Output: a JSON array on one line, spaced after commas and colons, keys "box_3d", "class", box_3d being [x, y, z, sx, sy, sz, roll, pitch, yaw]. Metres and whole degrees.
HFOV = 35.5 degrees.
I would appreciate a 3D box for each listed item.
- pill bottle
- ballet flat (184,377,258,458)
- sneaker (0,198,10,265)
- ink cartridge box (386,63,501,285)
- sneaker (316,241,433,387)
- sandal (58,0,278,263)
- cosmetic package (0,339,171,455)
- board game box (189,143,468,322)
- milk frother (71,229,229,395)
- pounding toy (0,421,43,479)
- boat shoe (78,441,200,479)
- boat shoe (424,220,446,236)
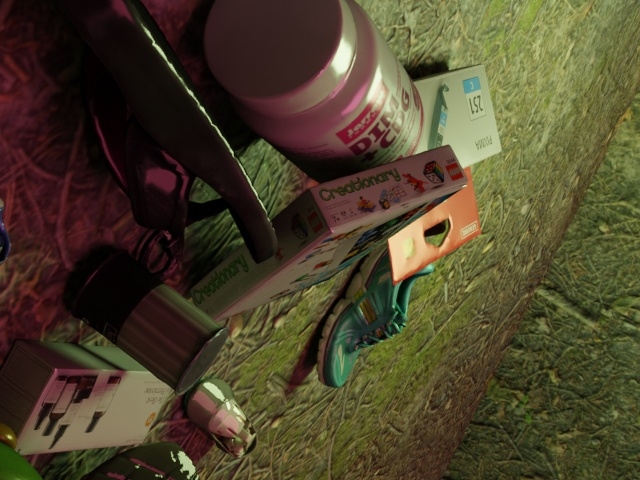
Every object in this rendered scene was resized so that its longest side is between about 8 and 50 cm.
[{"box_3d": [0.000, -0.158, 1.013, 0.160, 0.160, 0.283, -59, 158, 0], "class": "pill bottle"}, {"box_3d": [-0.127, 0.250, 1.387, 0.072, 0.068, 0.213, -53, 157, -17], "class": "ballet flat"}, {"box_3d": [-0.277, 0.013, 0.776, 0.053, 0.059, 0.144, -35, 149, -50], "class": "sneaker"}, {"box_3d": [0.171, -0.102, 1.411, 0.296, 0.066, 0.261, -26, 106, -54], "class": "ink cartridge box"}, {"box_3d": [0.083, 0.124, 1.622, 0.275, 0.110, 0.107, -60, 158, 4], "class": "sneaker"}, {"box_3d": [-0.149, -0.100, 0.826, 0.107, 0.167, 0.445, -31, 149, 0], "class": "sandal"}, {"box_3d": [-0.244, 0.164, 1.038, 0.098, 0.060, 0.239, -60, 158, 4], "class": "cosmetic package"}, {"box_3d": [0.000, 0.000, 1.105, 0.193, 0.053, 0.305, -20, 170, -36], "class": "board game box"}, {"box_3d": [-0.149, 0.063, 1.007, 0.143, 0.135, 0.129, -52, 171, -14], "class": "milk frother"}, {"box_3d": [-0.286, 0.185, 0.854, 0.183, 0.237, 0.110, 113, -19, -56], "class": "pounding toy"}, {"box_3d": [-0.283, 0.335, 1.113, 0.324, 0.122, 0.120, -33, -170, -38], "class": "boat shoe"}, {"box_3d": [0.109, -0.078, 1.481, 0.257, 0.095, 0.095, 31, 55, -61], "class": "boat shoe"}]
